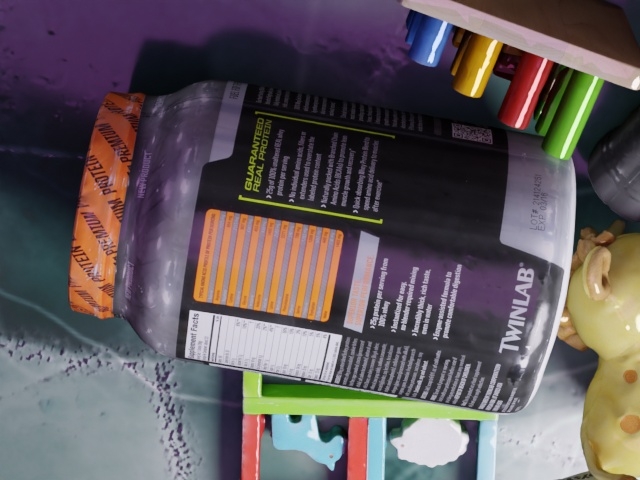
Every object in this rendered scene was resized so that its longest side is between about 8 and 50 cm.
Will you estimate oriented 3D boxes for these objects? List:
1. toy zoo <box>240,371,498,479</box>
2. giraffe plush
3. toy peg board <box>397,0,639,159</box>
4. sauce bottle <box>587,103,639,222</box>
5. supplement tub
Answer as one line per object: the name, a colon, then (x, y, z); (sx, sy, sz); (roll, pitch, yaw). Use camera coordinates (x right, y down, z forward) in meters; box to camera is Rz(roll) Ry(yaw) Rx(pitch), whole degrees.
toy zoo: (0.035, 0.200, 1.338); (0.192, 0.030, 0.293); (2, 107, 1)
giraffe plush: (0.232, 0.070, 1.227); (0.210, 0.181, 0.170); (-12, 95, -12)
toy peg board: (0.118, -0.126, 1.167); (0.161, 0.161, 0.079); (19, 111, -4)
sauce bottle: (0.284, -0.130, 1.116); (0.111, 0.111, 0.344); (31, 137, -8)
supplement tub: (0.000, 0.000, 1.192); (0.316, 0.193, 0.193); (11, 107, -1)
